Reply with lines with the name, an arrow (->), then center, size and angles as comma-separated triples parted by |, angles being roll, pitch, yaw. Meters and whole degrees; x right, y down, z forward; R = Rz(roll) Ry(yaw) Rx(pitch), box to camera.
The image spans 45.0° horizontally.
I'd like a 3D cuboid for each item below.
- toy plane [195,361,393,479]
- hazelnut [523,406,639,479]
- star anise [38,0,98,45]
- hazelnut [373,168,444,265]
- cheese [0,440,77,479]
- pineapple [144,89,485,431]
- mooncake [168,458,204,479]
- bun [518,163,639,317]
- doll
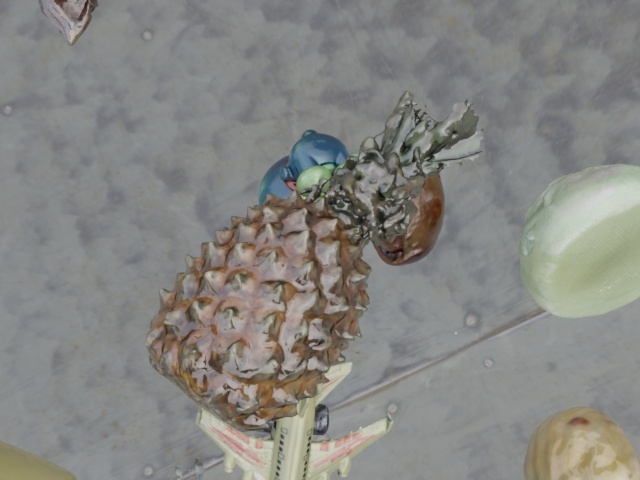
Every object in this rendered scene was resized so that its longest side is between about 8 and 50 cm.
toy plane -> -0.038, 0.261, 0.955 | 0.242, 0.104, 0.256 | 5, 116, -13
hazelnut -> 0.525, 0.456, 1.512 | 0.241, 0.261, 0.261 | -10, 81, -17
star anise -> -0.298, -0.337, 0.906 | 0.073, 0.197, 0.212 | -2, 119, -16
hazelnut -> 0.139, -0.054, 1.365 | 0.161, 0.170, 0.201 | 8, 99, -2
cheese -> -0.323, 0.240, 0.495 | 0.242, 0.124, 0.265 | 29, 91, -29
pineapple -> 0.000, 0.000, 0.703 | 0.175, 0.175, 0.361 | 34, 74, 12
mooncake -> -0.409, 0.562, 1.682 | 0.347, 0.057, 0.150 | -10, 113, 13
bun -> 0.440, -0.013, 1.263 | 0.283, 0.283, 0.179 | -26, 42, 6
doll -> -0.022, -0.112, 1.637 | 0.199, 0.322, 0.186 | -7, 64, -26
